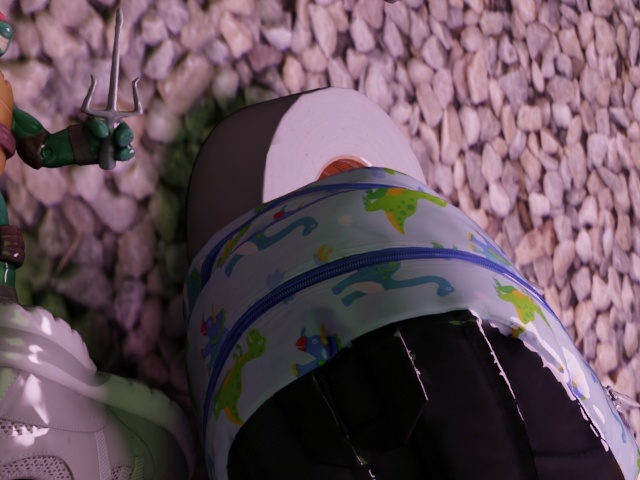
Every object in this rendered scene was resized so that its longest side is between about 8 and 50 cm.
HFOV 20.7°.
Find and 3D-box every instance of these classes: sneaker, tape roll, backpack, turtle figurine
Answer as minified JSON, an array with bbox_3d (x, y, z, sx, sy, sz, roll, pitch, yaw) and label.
[{"bbox_3d":[-0.159,0.122,0.988,0.281,0.105,0.115,49,52,-61],"label":"sneaker"},{"bbox_3d":[0.000,0.000,1.283,0.219,0.072,0.219,17,68,-50],"label":"tape roll"},{"bbox_3d":[0.051,0.126,1.116,0.355,0.290,0.273,52,16,-55],"label":"backpack"},{"bbox_3d":[-0.193,-0.065,1.007,0.175,0.118,0.234,19,65,-42],"label":"turtle figurine"}]

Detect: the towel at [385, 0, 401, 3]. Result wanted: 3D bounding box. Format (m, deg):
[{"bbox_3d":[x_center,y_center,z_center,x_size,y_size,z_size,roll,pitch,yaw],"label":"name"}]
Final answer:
[{"bbox_3d":[0.032,-0.363,1.388,0.235,0.121,0.283,36,55,-40],"label":"towel"}]
